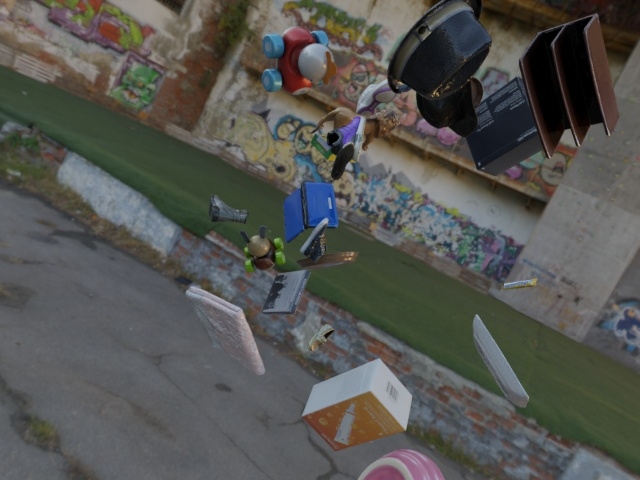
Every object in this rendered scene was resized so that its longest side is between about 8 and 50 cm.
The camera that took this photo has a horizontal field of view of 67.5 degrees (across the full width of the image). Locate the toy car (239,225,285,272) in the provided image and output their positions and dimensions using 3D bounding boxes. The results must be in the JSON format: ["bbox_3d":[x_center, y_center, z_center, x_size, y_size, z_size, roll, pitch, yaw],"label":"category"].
[{"bbox_3d":[-0.239,0.014,1.862,0.188,0.155,0.149,70,6,-45],"label":"toy car"}]

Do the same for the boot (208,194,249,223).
[{"bbox_3d":[-0.402,-0.126,2.096,0.161,0.083,0.246,6,22,-20],"label":"boot"}]

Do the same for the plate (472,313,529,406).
[{"bbox_3d":[0.558,0.394,1.519,0.277,0.045,0.278,64,7,30],"label":"plate"}]

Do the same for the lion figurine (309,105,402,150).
[{"bbox_3d":[0.168,-0.541,2.211,0.392,0.142,0.240,0,-25,-24],"label":"lion figurine"}]

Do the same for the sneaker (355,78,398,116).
[{"bbox_3d":[0.269,-0.709,2.284,0.114,0.152,0.305,18,-28,-31],"label":"sneaker"}]

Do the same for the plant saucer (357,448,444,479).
[{"bbox_3d":[0.177,0.697,1.223,0.084,0.332,0.332,35,3,-22],"label":"plant saucer"}]

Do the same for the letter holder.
[{"bbox_3d":[0.664,-0.397,1.276,0.152,0.214,0.302,-2,-54,45],"label":"letter holder"}]

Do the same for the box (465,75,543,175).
[{"bbox_3d":[0.882,-0.531,2.281,0.179,0.312,0.343,8,-28,-39],"label":"box"}]

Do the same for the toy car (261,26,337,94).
[{"bbox_3d":[-0.034,-0.548,1.523,0.219,0.210,0.238,-19,42,-33],"label":"toy car"}]

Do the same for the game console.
[{"bbox_3d":[-0.055,-0.143,2.493,0.250,0.173,0.293,1,55,-10],"label":"game console"}]

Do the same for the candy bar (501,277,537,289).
[{"bbox_3d":[0.863,0.192,2.087,0.161,0.040,0.018,-15,-45,45],"label":"candy bar"}]

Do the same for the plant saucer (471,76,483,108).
[{"bbox_3d":[0.548,-0.562,1.866,0.168,0.168,0.029,22,32,-27],"label":"plant saucer"}]

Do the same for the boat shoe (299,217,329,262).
[{"bbox_3d":[0.000,0.000,1.860,0.083,0.183,0.065,39,28,6],"label":"boat shoe"}]

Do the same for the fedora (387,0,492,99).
[{"bbox_3d":[0.352,-0.510,1.336,0.152,0.334,0.334,54,16,18],"label":"fedora"}]

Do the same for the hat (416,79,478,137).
[{"bbox_3d":[0.418,-0.503,1.702,0.331,0.134,0.331,157,-90,-86],"label":"hat"}]

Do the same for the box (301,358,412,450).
[{"bbox_3d":[0.138,0.629,1.820,0.215,0.345,0.168,49,33,-13],"label":"box"}]

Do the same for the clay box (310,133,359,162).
[{"bbox_3d":[0.075,-0.394,2.053,0.222,0.053,0.127,-8,49,-49],"label":"clay box"}]

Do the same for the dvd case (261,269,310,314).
[{"bbox_3d":[-0.141,0.209,1.908,0.029,0.179,0.238,32,-23,-27],"label":"dvd case"}]

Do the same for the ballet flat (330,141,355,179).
[{"bbox_3d":[0.070,-0.275,1.631,0.057,0.173,0.049,4,55,-20],"label":"ballet flat"}]

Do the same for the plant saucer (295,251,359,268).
[{"bbox_3d":[0.032,0.090,2.078,0.278,0.041,0.278,-8,-9,-1],"label":"plant saucer"}]

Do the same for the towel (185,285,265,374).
[{"bbox_3d":[-0.369,0.351,1.863,0.317,0.332,0.053,17,45,37],"label":"towel"}]

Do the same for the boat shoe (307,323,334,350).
[{"bbox_3d":[0.004,0.386,1.889,0.045,0.135,0.050,22,-35,35],"label":"boat shoe"}]

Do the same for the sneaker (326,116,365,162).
[{"bbox_3d":[0.100,-0.427,1.936,0.146,0.102,0.293,8,39,4],"label":"sneaker"}]
